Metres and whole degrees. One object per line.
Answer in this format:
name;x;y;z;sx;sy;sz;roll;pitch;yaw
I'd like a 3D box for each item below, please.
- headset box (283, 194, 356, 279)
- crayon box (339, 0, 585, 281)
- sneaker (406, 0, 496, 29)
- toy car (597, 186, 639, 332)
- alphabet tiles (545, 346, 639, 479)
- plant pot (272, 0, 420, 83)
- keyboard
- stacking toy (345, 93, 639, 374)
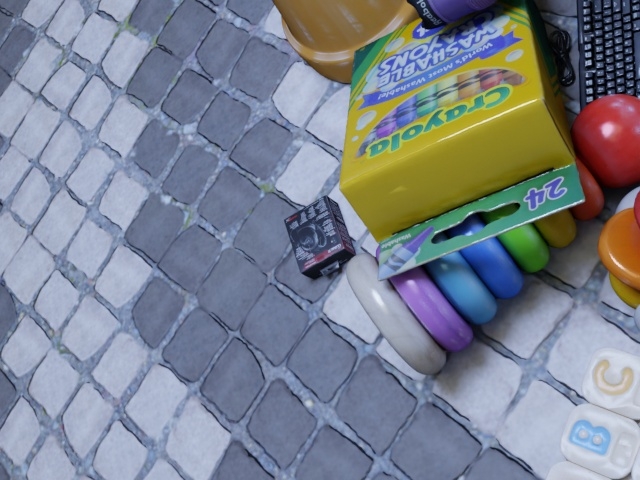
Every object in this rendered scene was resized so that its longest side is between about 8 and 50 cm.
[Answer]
headset box;0.000;0.000;1.022;0.062;0.032;0.083;-31;60;19
crayon box;0.129;-0.126;0.873;0.203;0.083;0.323;-23;34;23
sneaker;0.144;-0.316;0.946;0.124;0.107;0.283;-28;23;28
toy car;0.324;-0.006;0.747;0.181;0.136;0.159;-20;49;24
alphabet tiles;0.335;0.206;0.746;0.277;0.021;0.284;18;83;35
plant pot;0.017;-0.317;1.034;0.205;0.188;0.205;-11;67;28
keyboard;0.290;-0.200;0.924;0.108;0.023;0.180;-7;68;30
stacking toy;0.192;-0.016;0.865;0.330;0.141;0.141;-37;57;7
